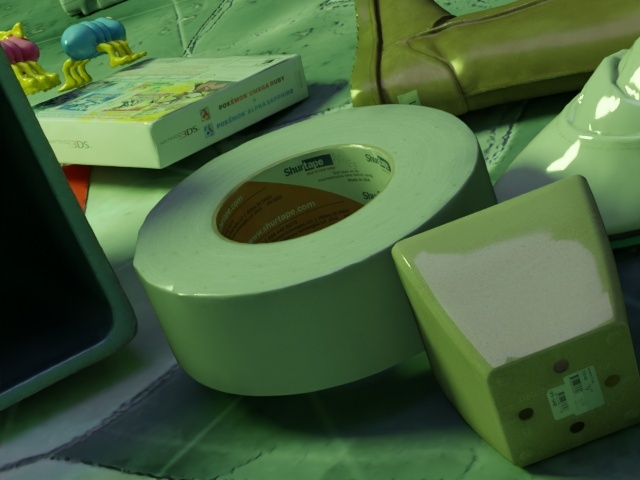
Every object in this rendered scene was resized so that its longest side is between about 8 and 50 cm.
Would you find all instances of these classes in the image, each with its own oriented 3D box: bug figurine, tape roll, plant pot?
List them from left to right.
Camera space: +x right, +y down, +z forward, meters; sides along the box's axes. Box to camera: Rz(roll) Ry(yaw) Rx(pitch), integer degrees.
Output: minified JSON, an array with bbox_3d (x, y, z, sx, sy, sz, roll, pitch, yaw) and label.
[{"bbox_3d":[-0.307,0.000,1.016,0.248,0.247,0.252,-28,12,-14],"label":"plant pot"},{"bbox_3d":[-0.316,-0.150,1.392,0.279,0.072,0.216,-21,6,21],"label":"bug figurine"},{"bbox_3d":[0.000,0.000,0.887,0.219,0.072,0.219,-16,27,8],"label":"tape roll"},{"bbox_3d":[0.111,0.050,0.754,0.109,0.109,0.096,-20,38,1],"label":"plant pot"}]

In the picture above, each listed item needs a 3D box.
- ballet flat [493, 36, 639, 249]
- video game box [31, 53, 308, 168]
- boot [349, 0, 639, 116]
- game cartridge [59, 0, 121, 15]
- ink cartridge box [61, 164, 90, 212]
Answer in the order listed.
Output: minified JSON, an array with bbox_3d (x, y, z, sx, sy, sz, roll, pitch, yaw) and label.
[{"bbox_3d":[0.279,-0.100,0.881,0.400,0.139,0.139,-14,27,15],"label":"ballet flat"},{"bbox_3d":[-0.146,-0.117,1.292,0.205,0.048,0.187,6,24,43],"label":"video game box"},{"bbox_3d":[0.166,-0.174,1.166,0.270,0.089,0.236,-14,39,15],"label":"boot"},{"bbox_3d":[-0.198,-0.376,1.857,0.294,0.060,0.196,-23,22,-4],"label":"game cartridge"},{"bbox_3d":[-0.321,-0.031,1.243,0.232,0.066,0.189,-15,27,2],"label":"ink cartridge box"}]
